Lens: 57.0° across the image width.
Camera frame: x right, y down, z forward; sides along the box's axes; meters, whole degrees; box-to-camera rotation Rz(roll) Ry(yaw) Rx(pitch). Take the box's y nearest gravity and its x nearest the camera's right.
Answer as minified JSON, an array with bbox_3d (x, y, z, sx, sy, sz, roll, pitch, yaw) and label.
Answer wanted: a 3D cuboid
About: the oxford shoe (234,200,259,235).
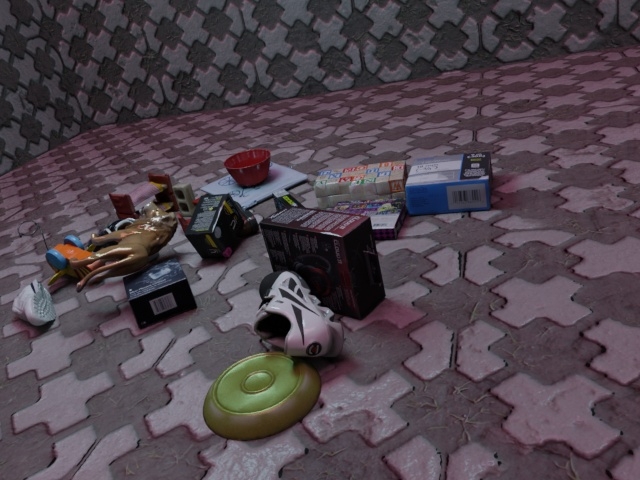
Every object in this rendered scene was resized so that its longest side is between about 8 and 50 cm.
[{"bbox_3d":[-0.294,-0.073,1.944,0.096,0.082,0.227,-26,28,-21],"label":"oxford shoe"}]

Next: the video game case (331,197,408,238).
[{"bbox_3d":[0.133,-0.065,1.762,0.232,0.041,0.210,-2,27,21],"label":"video game case"}]

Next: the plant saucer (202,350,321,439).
[{"bbox_3d":[-0.119,0.290,1.162,0.241,0.037,0.241,-10,25,5],"label":"plant saucer"}]

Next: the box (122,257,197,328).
[{"bbox_3d":[-0.429,0.136,1.565,0.156,0.093,0.158,-21,25,-16],"label":"box"}]

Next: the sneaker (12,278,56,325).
[{"bbox_3d":[-0.816,0.193,1.666,0.095,0.090,0.235,-34,26,-13],"label":"sneaker"}]

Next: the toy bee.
[{"bbox_3d":[-0.799,0.057,1.871,0.195,0.162,0.298,-29,56,-31],"label":"toy bee"}]

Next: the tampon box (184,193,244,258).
[{"bbox_3d":[-0.319,-0.044,1.791,0.102,0.120,0.160,-3,50,22],"label":"tampon box"}]

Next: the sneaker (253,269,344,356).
[{"bbox_3d":[-0.091,0.153,1.293,0.146,0.122,0.331,-3,17,-28],"label":"sneaker"}]

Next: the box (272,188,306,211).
[{"bbox_3d":[-0.069,-0.030,1.627,0.045,0.184,0.191,-18,27,-15],"label":"box"}]

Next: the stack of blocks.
[{"bbox_3d":[0.134,-0.176,1.939,0.298,0.087,0.171,-6,27,15],"label":"stack of blocks"}]

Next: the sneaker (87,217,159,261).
[{"bbox_3d":[-0.665,-0.009,1.944,0.321,0.127,0.126,4,32,35],"label":"sneaker"}]

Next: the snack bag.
[{"bbox_3d":[-0.249,-0.217,2.272,0.323,0.037,0.343,-29,32,-28],"label":"snack bag"}]

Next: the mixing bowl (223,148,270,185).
[{"bbox_3d":[-0.265,-0.266,2.226,0.182,0.098,0.181,-10,28,6],"label":"mixing bowl"}]

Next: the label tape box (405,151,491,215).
[{"bbox_3d":[0.407,-0.201,1.838,0.241,0.105,0.333,-3,27,19],"label":"label tape box"}]

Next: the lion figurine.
[{"bbox_3d":[-0.536,0.026,1.667,0.241,0.142,0.392,-12,27,-2],"label":"lion figurine"}]

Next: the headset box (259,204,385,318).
[{"bbox_3d":[0.016,0.047,1.386,0.293,0.217,0.110,10,34,41],"label":"headset box"}]

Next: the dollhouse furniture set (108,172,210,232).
[{"bbox_3d":[-0.541,-0.132,2.098,0.374,0.152,0.201,6,31,35],"label":"dollhouse furniture set"}]
